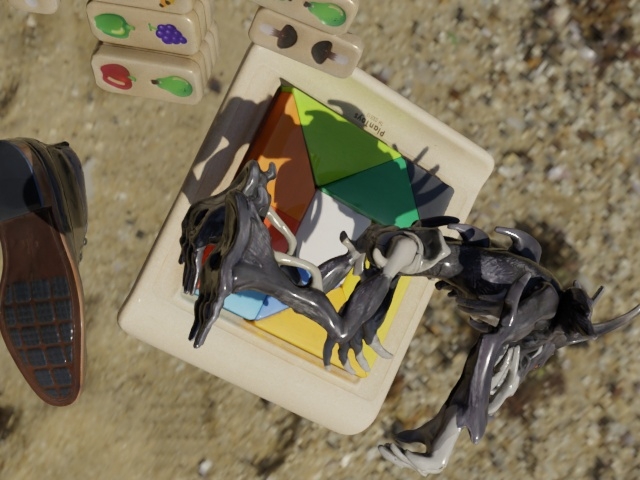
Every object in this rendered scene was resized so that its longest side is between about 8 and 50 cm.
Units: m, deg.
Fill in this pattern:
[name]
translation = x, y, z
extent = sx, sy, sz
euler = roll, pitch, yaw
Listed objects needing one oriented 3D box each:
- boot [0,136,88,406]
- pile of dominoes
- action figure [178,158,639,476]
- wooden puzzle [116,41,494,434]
[boot]
translation = -0.212, 0.019, 1.143
extent = 0.106, 0.082, 0.219
euler = -31, 111, -68
[pile of dominoes]
translation = -0.081, -0.160, 0.641
extent = 0.196, 0.251, 0.040
euler = 11, 56, 10
[action figure]
translation = 0.051, 0.046, 0.836
extent = 0.275, 0.141, 0.164
euler = 15, 14, -21
[wooden puzzle]
translation = 0.000, 0.000, 0.993
extent = 0.221, 0.044, 0.239
euler = 29, 86, -29
